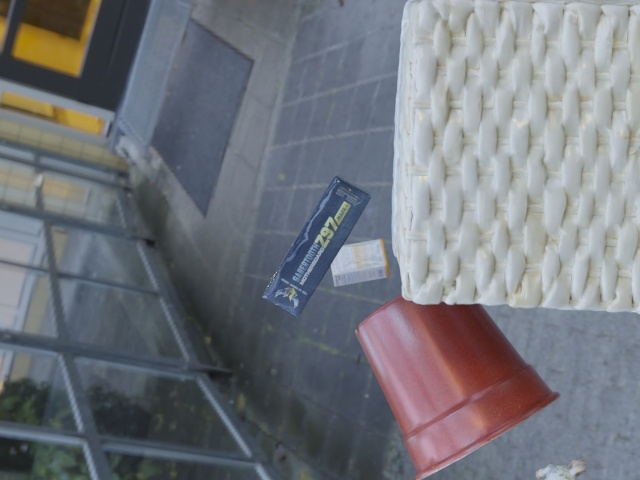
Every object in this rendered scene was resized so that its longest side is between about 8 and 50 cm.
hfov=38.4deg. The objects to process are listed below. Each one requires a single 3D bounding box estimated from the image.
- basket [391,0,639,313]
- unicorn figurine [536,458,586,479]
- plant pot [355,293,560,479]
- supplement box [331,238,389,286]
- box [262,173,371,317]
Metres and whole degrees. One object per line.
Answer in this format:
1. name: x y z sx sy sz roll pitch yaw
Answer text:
1. basket: 0.244 -0.107 1.004 0.266 0.328 0.332 -67 -21 -78
2. unicorn figurine: 0.246 0.304 1.043 0.162 0.060 0.111 -54 -3 -15
3. plant pot: 0.207 0.210 1.521 0.265 0.272 0.272 59 142 12
4. supplement box: 0.066 0.038 1.596 0.036 0.098 0.062 79 -178 -51
5. box: 0.000 0.000 1.261 0.183 0.059 0.233 -60 -1 6
